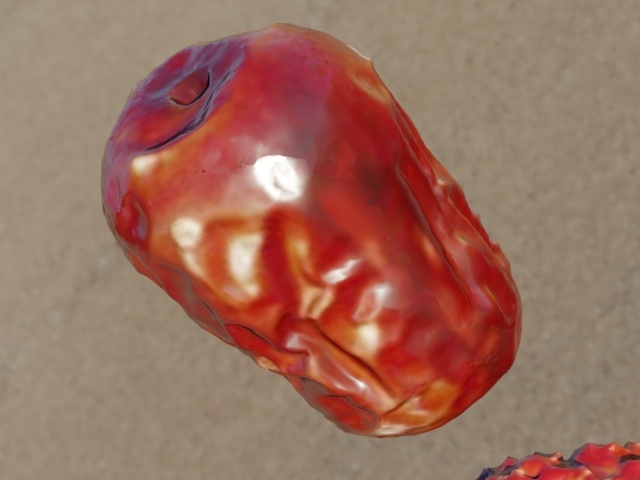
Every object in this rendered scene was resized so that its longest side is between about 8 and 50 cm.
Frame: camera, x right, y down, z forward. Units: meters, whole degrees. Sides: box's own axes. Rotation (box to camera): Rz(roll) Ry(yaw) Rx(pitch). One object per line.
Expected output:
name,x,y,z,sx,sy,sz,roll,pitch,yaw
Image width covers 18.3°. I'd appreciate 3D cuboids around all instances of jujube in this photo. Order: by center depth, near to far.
jujube,0.000,0.000,0.980,0.155,0.230,0.155,-37,18,14

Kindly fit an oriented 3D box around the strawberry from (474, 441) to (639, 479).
strawberry,0.207,0.258,1.183,0.343,0.292,0.292,-10,38,3
